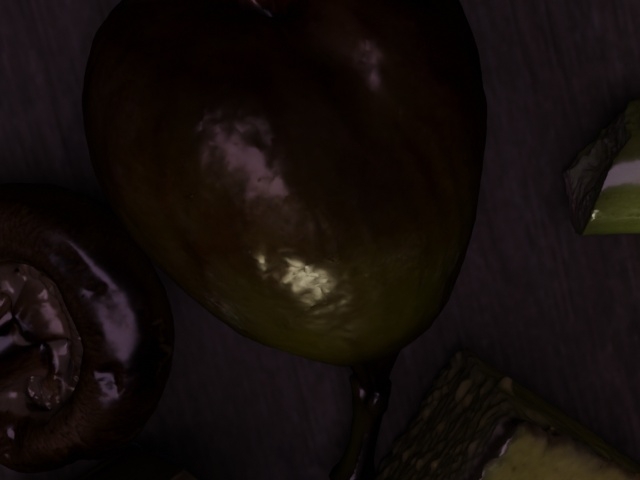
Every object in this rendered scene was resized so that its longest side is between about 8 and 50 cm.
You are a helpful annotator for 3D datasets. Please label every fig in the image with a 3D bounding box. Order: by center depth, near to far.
[{"bbox_3d":[0.001,0.001,0.685,0.170,0.145,0.274,-26,120,-22],"label":"fig"}]

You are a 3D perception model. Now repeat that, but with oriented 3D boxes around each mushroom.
[{"bbox_3d":[-0.142,0.048,0.709,0.171,0.080,0.135,-31,88,18],"label":"mushroom"}]

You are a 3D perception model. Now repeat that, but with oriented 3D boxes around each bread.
[{"bbox_3d":[0.087,0.197,0.728,0.178,0.135,0.240,30,97,-10],"label":"bread"}]

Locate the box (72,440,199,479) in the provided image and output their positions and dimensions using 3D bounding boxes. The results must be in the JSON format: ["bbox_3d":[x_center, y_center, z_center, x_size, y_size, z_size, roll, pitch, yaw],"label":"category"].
[{"bbox_3d":[-0.086,0.153,0.695,0.111,0.177,0.111,1,88,-20],"label":"box"}]

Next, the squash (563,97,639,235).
[{"bbox_3d":[0.243,-0.027,0.719,0.250,0.083,0.083,6,102,-3],"label":"squash"}]
